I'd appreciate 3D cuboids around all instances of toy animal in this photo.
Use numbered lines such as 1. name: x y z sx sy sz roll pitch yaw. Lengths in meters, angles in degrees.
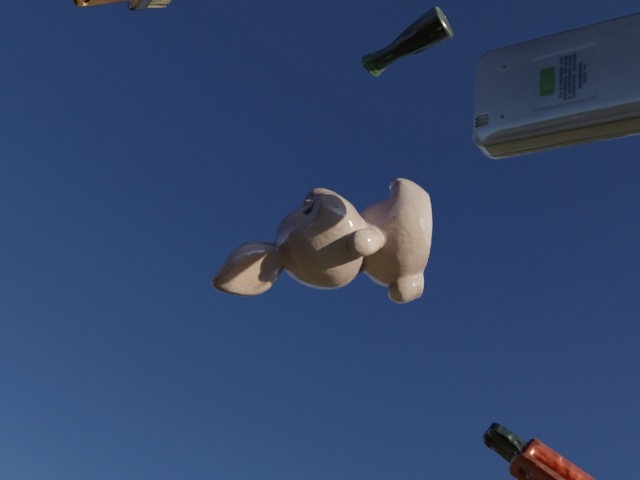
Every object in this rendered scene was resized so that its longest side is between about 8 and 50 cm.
1. toy animal: 0.000 -0.002 0.811 0.213 0.124 0.124 -1 -44 -12

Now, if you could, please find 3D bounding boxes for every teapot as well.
1. teapot: 0.103 -0.237 1.014 0.111 0.042 0.043 -27 -56 21

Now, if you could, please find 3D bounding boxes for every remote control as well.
1. remote control: 0.245 -0.133 0.677 0.250 0.103 0.034 -9 -27 32

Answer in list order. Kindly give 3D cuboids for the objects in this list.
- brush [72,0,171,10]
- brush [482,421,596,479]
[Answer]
1. brush: -0.201 -0.255 0.872 0.014 0.170 0.043 47 -61 3
2. brush: 0.370 0.368 1.187 0.323 0.051 0.070 31 -41 21
